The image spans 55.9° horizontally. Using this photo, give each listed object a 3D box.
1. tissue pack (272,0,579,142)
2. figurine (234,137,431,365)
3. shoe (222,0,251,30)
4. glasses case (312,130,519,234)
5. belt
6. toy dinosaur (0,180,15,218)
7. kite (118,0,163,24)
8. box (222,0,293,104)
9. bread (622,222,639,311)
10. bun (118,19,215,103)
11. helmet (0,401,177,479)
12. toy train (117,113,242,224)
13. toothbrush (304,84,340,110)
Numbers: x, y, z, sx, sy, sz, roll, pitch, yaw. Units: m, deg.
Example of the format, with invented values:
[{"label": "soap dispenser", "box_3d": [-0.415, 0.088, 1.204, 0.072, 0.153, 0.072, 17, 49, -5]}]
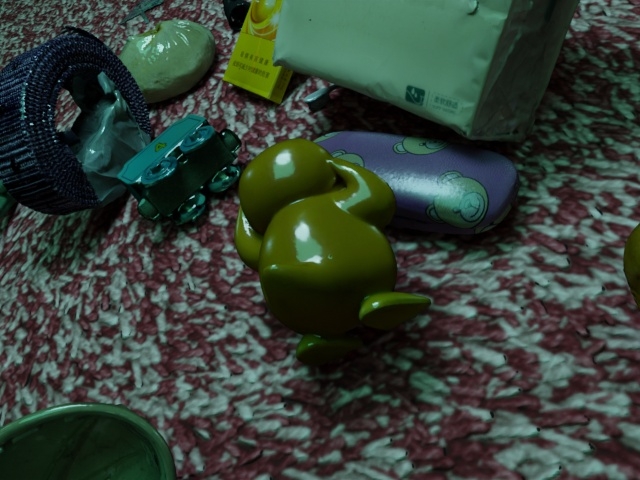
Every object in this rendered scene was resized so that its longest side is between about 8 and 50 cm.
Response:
[{"label": "tissue pack", "box_3d": [0.136, -0.325, 0.820, 0.380, 0.297, 0.207, 29, 23, 37]}, {"label": "figurine", "box_3d": [-0.002, 0.004, 0.677, 0.215, 0.215, 0.228, -16, 42, 12]}, {"label": "shoe", "box_3d": [-0.173, -0.478, 1.289, 0.159, 0.062, 0.053, 31, 71, 37]}, {"label": "glasses case", "box_3d": [0.099, -0.081, 0.796, 0.317, 0.075, 0.123, 15, 58, 34]}, {"label": "belt", "box_3d": [-0.407, -0.191, 1.006, 0.122, 0.260, 0.324, -12, 47, 23]}, {"label": "toy dinosaur", "box_3d": [-0.576, -0.121, 1.154, 0.120, 0.079, 0.292, -24, 42, 12]}, {"label": "kite", "box_3d": [-0.464, -0.588, 1.561, 0.137, 0.005, 0.152, -25, 45, 7]}, {"label": "box", "box_3d": [-0.077, -0.393, 1.085, 0.152, 0.043, 0.269, 30, 102, 40]}, {"label": "bread", "box_3d": [0.435, 0.072, 0.457, 0.328, 0.148, 0.337, -24, 47, 10]}, {"label": "bun", "box_3d": [-0.324, -0.381, 1.226, 0.223, 0.127, 0.222, -15, 48, 17]}, {"label": "helmet", "box_3d": [-0.267, 0.272, 0.612, 0.257, 0.204, 0.137, -47, 11, -14]}, {"label": "toy train", "box_3d": [-0.224, -0.113, 0.962, 0.198, 0.107, 0.154, -45, 40, -17]}, {"label": "toothbrush", "box_3d": [0.105, -0.293, 1.021, 0.288, 0.024, 0.021, -27, 47, -1]}]
